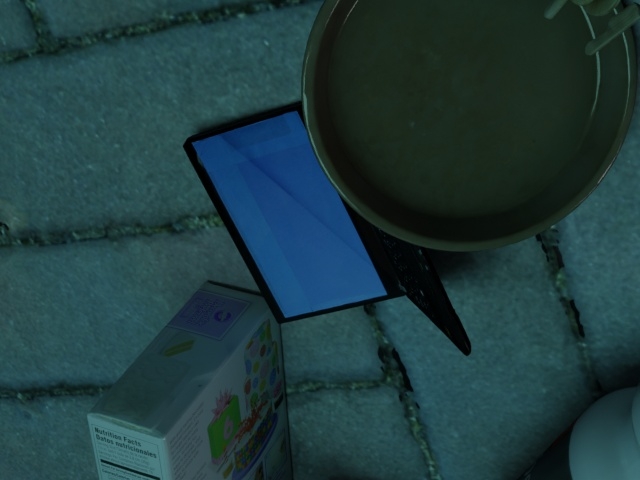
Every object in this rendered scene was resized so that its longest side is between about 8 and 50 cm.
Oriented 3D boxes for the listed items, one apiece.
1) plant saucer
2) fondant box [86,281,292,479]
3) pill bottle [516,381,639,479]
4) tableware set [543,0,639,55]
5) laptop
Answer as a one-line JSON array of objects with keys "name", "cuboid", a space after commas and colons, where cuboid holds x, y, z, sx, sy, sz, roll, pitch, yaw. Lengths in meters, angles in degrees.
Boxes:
[{"name": "plant saucer", "cuboid": [0.121, -0.128, 1.131, 0.278, 0.041, 0.278, -2, 105, -7]}, {"name": "fondant box", "cuboid": [-0.130, 0.247, 1.505, 0.096, 0.238, 0.330, 15, 129, 22]}, {"name": "pill bottle", "cuboid": [0.293, 0.268, 1.306, 0.210, 0.210, 0.363, 34, 132, 2]}, {"name": "tableware set", "cuboid": [0.220, -0.227, 0.991, 0.039, 0.128, 0.194, 5, 165, -17]}, {"name": "laptop", "cuboid": [0.000, 0.000, 1.312, 0.136, 0.264, 0.234, -30, 113, -5]}]
